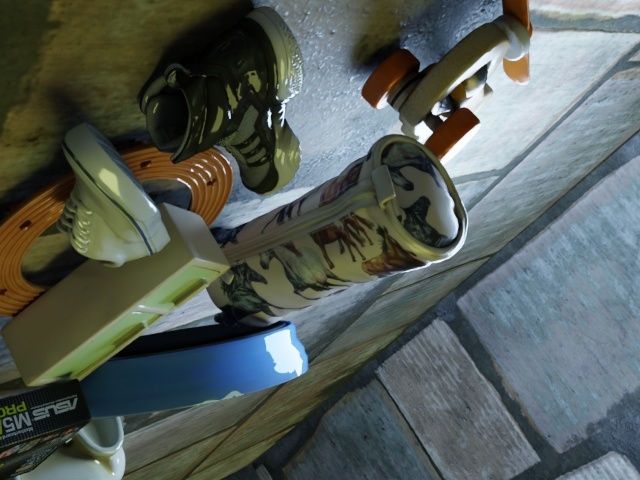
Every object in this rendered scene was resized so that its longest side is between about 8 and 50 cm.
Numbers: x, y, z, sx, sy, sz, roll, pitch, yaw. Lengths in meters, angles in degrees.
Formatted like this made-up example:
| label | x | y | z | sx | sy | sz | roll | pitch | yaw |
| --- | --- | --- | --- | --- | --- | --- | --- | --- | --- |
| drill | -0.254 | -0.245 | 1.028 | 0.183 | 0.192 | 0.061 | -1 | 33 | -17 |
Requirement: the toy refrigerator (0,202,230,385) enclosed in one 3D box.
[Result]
| label | x | y | z | sx | sy | sz | roll | pitch | yaw |
| --- | --- | --- | --- | --- | --- | --- | --- | --- | --- |
| toy refrigerator | -0.252 | 0.075 | 1.004 | 0.269 | 0.094 | 0.102 | -37 | 162 | 10 |

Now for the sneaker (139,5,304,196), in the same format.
| label | x | y | z | sx | sy | sz | roll | pitch | yaw |
| --- | --- | --- | --- | --- | --- | --- | --- | --- | --- |
| sneaker | -0.105 | -0.118 | 0.846 | 0.153 | 0.101 | 0.269 | -26 | 156 | -19 |

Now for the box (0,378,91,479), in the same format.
| label | x | y | z | sx | sy | sz | roll | pitch | yaw |
| --- | --- | --- | --- | --- | --- | --- | --- | --- | --- |
| box | -0.446 | 0.274 | 1.043 | 0.216 | 0.060 | 0.270 | -11 | 160 | -42 |

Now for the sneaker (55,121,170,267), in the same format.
| label | x | y | z | sx | sy | sz | roll | pitch | yaw |
| --- | --- | --- | --- | --- | --- | --- | --- | --- | --- |
| sneaker | -0.214 | -0.026 | 0.800 | 0.091 | 0.094 | 0.258 | -35 | 163 | -11 |

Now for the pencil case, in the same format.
| label | x | y | z | sx | sy | sz | roll | pitch | yaw |
| --- | --- | --- | --- | --- | --- | --- | --- | --- | --- |
| pencil case | 0.000 | 0.000 | 1.060 | 0.183 | 0.160 | 0.410 | -4 | 166 | -43 |

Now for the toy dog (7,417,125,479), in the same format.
| label | x | y | z | sx | sy | sz | roll | pitch | yaw |
| --- | --- | --- | --- | --- | --- | --- | --- | --- | --- |
| toy dog | -0.468 | 0.483 | 1.362 | 0.284 | 0.395 | 0.408 | -27 | 156 | -48 |

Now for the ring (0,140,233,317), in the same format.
| label | x | y | z | sx | sy | sz | roll | pitch | yaw |
| --- | --- | --- | --- | --- | --- | --- | --- | --- | --- |
| ring | -0.257 | -0.014 | 0.966 | 0.336 | 0.032 | 0.337 | -30 | 162 | -11 |

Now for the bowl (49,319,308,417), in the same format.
| label | x | y | z | sx | sy | sz | roll | pitch | yaw |
| --- | --- | --- | --- | --- | --- | --- | --- | --- | --- |
| bowl | -0.215 | 0.185 | 1.226 | 0.390 | 0.077 | 0.391 | -8 | 180 | 0 |

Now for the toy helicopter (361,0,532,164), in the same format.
| label | x | y | z | sx | sy | sz | roll | pitch | yaw |
| --- | --- | --- | --- | --- | --- | --- | --- | --- | --- |
| toy helicopter | 0.207 | -0.226 | 1.123 | 0.235 | 0.140 | 0.355 | -46 | 171 | 11 |
